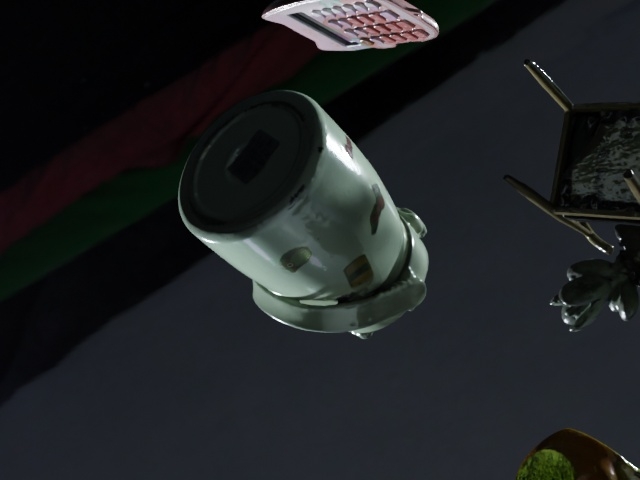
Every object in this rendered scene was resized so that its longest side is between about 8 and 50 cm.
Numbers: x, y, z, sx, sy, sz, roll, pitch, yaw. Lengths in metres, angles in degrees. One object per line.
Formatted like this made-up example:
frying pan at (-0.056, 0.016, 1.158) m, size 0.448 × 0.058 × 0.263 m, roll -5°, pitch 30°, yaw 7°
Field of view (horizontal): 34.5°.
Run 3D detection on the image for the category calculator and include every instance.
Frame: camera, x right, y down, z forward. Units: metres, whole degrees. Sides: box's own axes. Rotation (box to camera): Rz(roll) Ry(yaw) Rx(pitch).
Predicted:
calculator at (0.061, -0.397, 1.838) m, size 0.220 × 0.048 × 0.329 m, roll 21°, pitch -9°, yaw -42°

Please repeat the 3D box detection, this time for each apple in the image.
apple at (0.303, 0.295, 1.147) m, size 0.146 × 0.163 × 0.147 m, roll 25°, pitch -29°, yaw -22°

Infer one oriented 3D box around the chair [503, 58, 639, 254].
chair at (0.369, -0.104, 1.311) m, size 0.166 × 0.188 × 0.272 m, roll 3°, pitch -17°, yaw 32°

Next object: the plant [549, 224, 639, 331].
plant at (0.530, 0.061, 1.777) m, size 0.274 × 0.149 × 0.146 m, roll -32°, pitch -39°, yaw 2°

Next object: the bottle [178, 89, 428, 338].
bottle at (0.000, 0.000, 1.279) m, size 0.229 × 0.229 × 0.351 m, roll -35°, pitch -44°, yaw 11°
